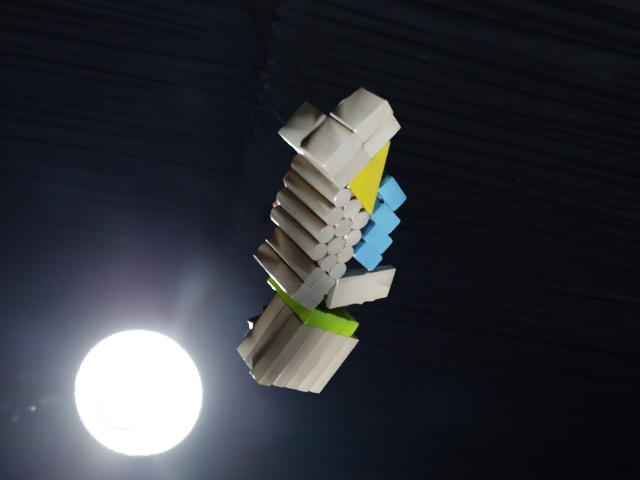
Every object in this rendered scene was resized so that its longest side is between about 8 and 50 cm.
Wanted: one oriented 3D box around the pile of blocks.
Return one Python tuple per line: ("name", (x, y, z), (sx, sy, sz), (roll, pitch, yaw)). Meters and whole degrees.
("pile of blocks", (0.000, 0.000, 0.689), (0.112, 0.149, 0.362), (44, 127, 42))
